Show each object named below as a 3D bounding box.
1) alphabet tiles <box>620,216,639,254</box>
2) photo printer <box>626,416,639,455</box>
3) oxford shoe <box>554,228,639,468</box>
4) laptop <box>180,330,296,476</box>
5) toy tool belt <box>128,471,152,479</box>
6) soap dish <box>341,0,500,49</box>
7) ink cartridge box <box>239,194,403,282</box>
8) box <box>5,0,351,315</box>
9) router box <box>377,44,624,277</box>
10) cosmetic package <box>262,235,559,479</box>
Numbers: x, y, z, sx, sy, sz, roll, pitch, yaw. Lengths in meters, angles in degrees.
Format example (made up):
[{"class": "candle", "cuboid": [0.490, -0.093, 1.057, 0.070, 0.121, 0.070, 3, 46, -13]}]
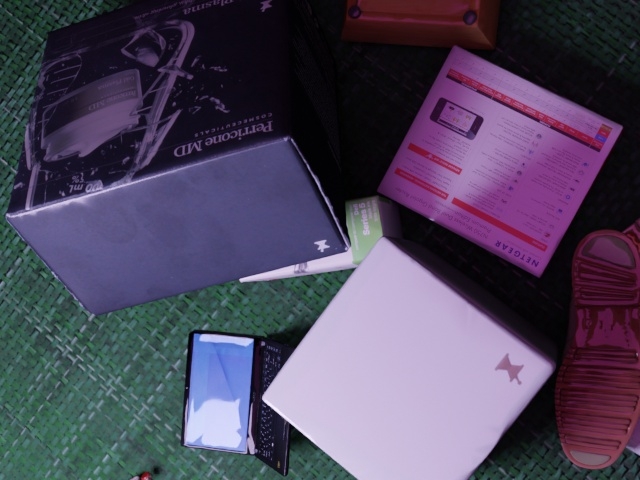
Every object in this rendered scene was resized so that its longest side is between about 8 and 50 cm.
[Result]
[{"class": "alphabet tiles", "cuboid": [0.633, 0.119, 1.729, 0.285, 0.011, 0.342, -38, 80, 11]}, {"class": "photo printer", "cuboid": [0.618, 0.229, 1.644, 0.256, 0.107, 0.307, 19, 94, 32]}, {"class": "oxford shoe", "cuboid": [0.470, 0.176, 1.637, 0.141, 0.146, 0.396, 8, 97, 15]}, {"class": "laptop", "cuboid": [-0.157, 0.299, 1.860, 0.137, 0.264, 0.234, 4, 90, -22]}, {"class": "toy tool belt", "cuboid": [-0.357, 0.494, 1.958, 0.083, 0.052, 0.051, -31, 113, 15]}, {"class": "soap dish", "cuboid": [0.183, -0.474, 1.803, 0.291, 0.118, 0.228, 7, 90, 15]}, {"class": "ink cartridge box", "cuboid": [0.000, 0.000, 1.796, 0.273, 0.198, 0.114, -9, 86, 14]}, {"class": "box", "cuboid": [-0.224, -0.180, 1.700, 0.480, 0.297, 0.471, -15, 49, 13]}, {"class": "router box", "cuboid": [0.318, -0.142, 1.778, 0.336, 0.082, 0.301, 30, 96, 13]}, {"class": "cosmetic package", "cuboid": [0.171, 0.217, 1.647, 0.327, 0.394, 0.329, 38, 97, 12]}]
